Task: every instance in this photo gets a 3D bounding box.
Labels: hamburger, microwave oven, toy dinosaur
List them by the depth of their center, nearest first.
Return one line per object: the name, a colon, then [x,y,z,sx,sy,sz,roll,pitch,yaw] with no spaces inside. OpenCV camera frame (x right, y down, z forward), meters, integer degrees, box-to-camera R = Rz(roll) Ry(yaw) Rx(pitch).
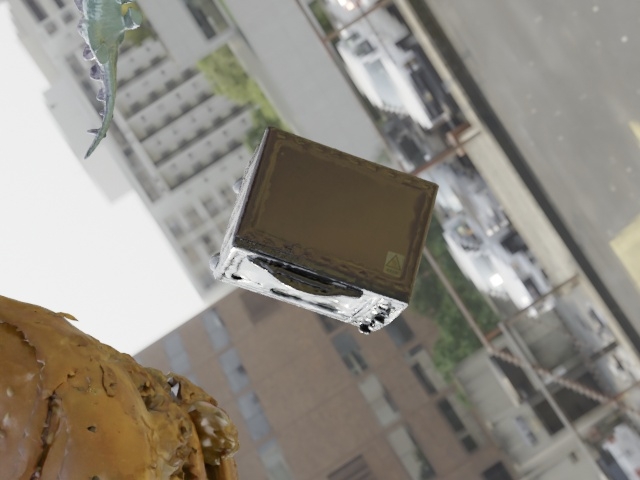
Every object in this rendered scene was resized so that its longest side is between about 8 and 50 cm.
hamburger: [-0.193,0.165,0.789,0.260,0.245,0.211,34,173,22]
toy dinosaur: [-0.182,-0.171,1.020,0.082,0.039,0.209,22,108,58]
microwave oven: [0.001,-0.002,1.545,0.247,0.188,0.178,18,163,-8]
